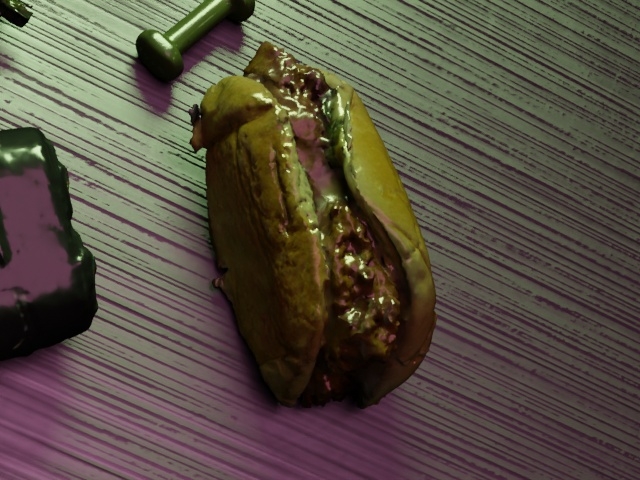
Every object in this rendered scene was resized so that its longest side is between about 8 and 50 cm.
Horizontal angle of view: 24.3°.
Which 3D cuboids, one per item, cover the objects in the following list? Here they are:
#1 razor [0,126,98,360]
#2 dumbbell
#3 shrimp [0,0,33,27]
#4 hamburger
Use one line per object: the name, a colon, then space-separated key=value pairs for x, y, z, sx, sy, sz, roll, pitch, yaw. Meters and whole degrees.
razor: x=-0.346 y=0.019 z=1.152 sx=0.327 sy=0.107 sz=0.189 roll=-11 pitch=79 yaw=-22
dumbbell: x=-0.112 y=-0.194 z=1.339 sx=0.052 sy=0.046 sz=0.118 roll=46 pitch=65 yaw=2
shrimp: x=-0.357 y=-0.203 z=1.250 sx=0.217 sy=0.051 sz=0.150 roll=21 pitch=71 yaw=-6
hamburger: x=0.000 y=0.000 z=1.263 sx=0.155 sy=0.245 sz=0.282 roll=-13 pitch=124 yaw=-29
